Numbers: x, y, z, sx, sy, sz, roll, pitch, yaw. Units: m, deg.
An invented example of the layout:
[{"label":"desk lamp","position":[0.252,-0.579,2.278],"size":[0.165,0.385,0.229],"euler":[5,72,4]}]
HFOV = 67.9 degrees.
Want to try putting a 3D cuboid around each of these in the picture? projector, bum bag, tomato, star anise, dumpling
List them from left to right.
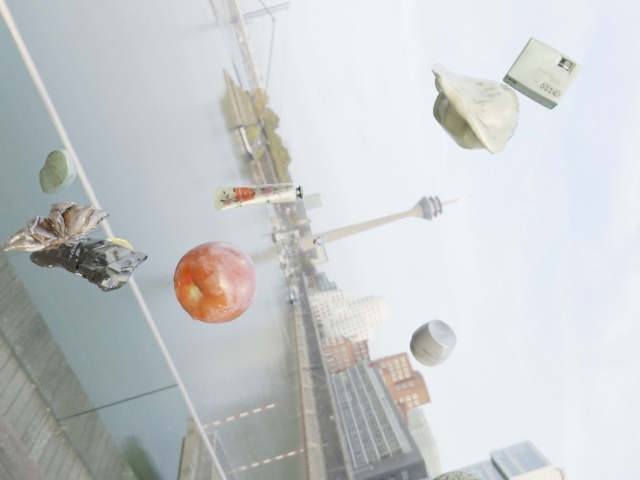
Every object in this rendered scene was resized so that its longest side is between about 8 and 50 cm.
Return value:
[{"label":"star anise","position":[-0.520,-0.021,0.931],"size":[0.182,0.195,0.065],"euler":[-32,-93,51]},{"label":"bum bag","position":[-0.543,0.039,1.120],"size":[0.144,0.340,0.095],"euler":[-37,128,-45]},{"label":"tomato","position":[-0.256,0.103,1.193],"size":[0.184,0.208,0.208],"euler":[-24,100,-60]},{"label":"dumpling","position":[0.374,-0.347,1.182],"size":[0.243,0.187,0.318],"euler":[45,19,-22]},{"label":"projector","position":[0.551,-0.415,1.188],"size":[0.147,0.115,0.061],"euler":[34,3,6]}]

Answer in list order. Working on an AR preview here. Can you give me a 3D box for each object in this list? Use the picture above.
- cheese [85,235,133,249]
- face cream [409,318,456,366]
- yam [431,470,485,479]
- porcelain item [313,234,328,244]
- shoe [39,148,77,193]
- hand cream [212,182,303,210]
[{"label":"cheese","position":[-0.755,0.044,1.641],"size":[0.250,0.157,0.064],"euler":[29,12,-43]},{"label":"face cream","position":[0.314,0.286,1.329],"size":[0.104,0.117,0.117],"euler":[-59,-145,37]},{"label":"yam","position":[0.253,0.592,0.942],"size":[0.300,0.195,0.195],"euler":[100,-21,-48]},{"label":"porcelain item","position":[0.000,0.000,1.613],"size":[0.083,0.036,0.028],"euler":[-22,121,-69]},{"label":"shoe","position":[-0.830,-0.223,1.533],"size":[0.100,0.251,0.103],"euler":[-28,96,-48]},{"label":"hand cream","position":[-0.163,-0.120,1.255],"size":[0.050,0.233,0.080],"euler":[101,-21,-54]}]
